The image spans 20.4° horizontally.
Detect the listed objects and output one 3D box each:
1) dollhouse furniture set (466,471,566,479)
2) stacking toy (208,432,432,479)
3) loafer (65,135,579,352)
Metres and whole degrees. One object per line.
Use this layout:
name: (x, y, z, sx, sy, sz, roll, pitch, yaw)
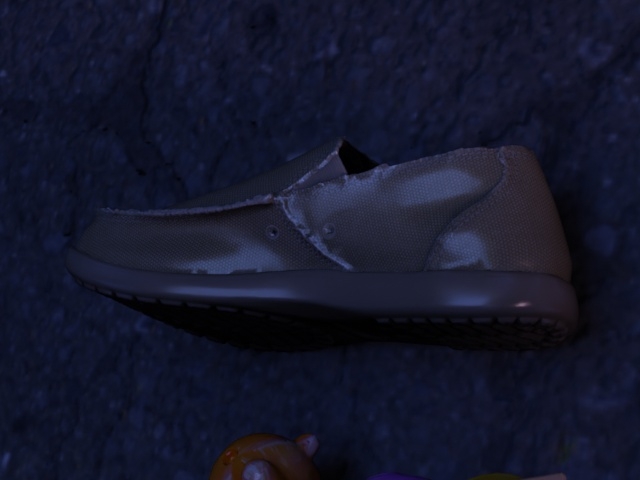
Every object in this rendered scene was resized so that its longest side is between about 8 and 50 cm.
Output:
dollhouse furniture set: (0.186, 0.200, 0.524, 0.286, 0.198, 0.303, -11, 74, -3)
stacking toy: (0.036, 0.158, 0.730, 0.175, 0.166, 0.302, -50, 37, -7)
loafer: (0.000, 0.000, 0.841, 0.268, 0.102, 0.092, 2, 74, 30)
